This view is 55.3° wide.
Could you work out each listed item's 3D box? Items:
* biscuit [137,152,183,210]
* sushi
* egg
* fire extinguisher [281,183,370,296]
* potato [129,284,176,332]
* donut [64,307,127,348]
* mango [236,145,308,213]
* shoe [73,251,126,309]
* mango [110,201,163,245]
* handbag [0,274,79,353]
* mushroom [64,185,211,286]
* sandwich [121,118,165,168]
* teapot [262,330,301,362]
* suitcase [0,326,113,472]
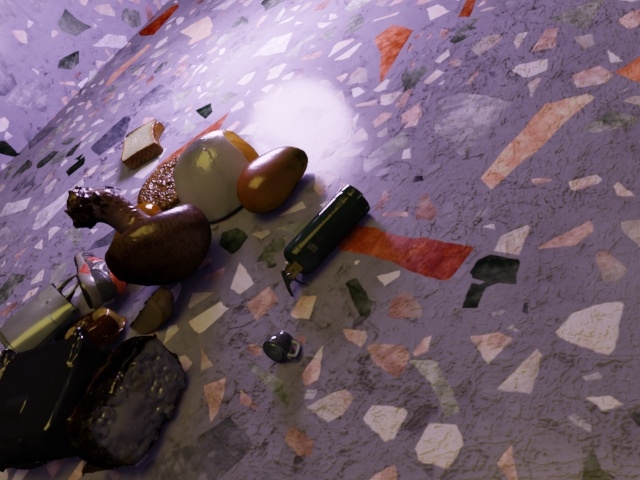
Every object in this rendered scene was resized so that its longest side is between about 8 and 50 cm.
[{"bbox_3d":[-0.553,-0.222,2.251,0.305,0.038,0.305,-20,41,19],"label":"biscuit"},{"bbox_3d":[-0.464,0.397,1.460,0.182,0.196,0.343,-25,30,44],"label":"sushi"},{"bbox_3d":[-0.362,-0.236,1.998,0.337,0.201,0.337,-22,39,20],"label":"egg"},{"bbox_3d":[0.000,0.000,1.575,0.311,0.114,0.095,-45,0,-13],"label":"fire extinguisher"},{"bbox_3d":[-0.458,0.204,1.733,0.172,0.089,0.100,-49,5,35],"label":"potato"},{"bbox_3d":[-0.667,0.265,1.795,0.184,0.073,0.166,-17,28,29],"label":"donut"},{"bbox_3d":[-0.152,-0.189,1.844,0.176,0.139,0.254,17,53,32],"label":"mango"},{"bbox_3d":[-0.684,0.097,1.960,0.171,0.132,0.336,-21,23,-16],"label":"shoe"},{"bbox_3d":[-0.609,-0.027,2.033,0.152,0.120,0.221,12,66,47],"label":"mango"},{"bbox_3d":[-0.886,0.242,1.986,0.315,0.109,0.241,-46,40,-19],"label":"handbag"},{"bbox_3d":[-0.507,-0.023,1.767,0.334,0.331,0.356,-32,73,-25],"label":"mushroom"},{"bbox_3d":[-0.742,-0.402,2.555,0.186,0.065,0.214,-30,39,8],"label":"sandwich"},{"bbox_3d":[-0.085,0.246,1.417,0.088,0.066,0.057,16,41,20],"label":"teapot"},{"bbox_3d":[-0.733,0.429,1.605,0.345,0.188,0.339,-16,41,21],"label":"suitcase"}]
